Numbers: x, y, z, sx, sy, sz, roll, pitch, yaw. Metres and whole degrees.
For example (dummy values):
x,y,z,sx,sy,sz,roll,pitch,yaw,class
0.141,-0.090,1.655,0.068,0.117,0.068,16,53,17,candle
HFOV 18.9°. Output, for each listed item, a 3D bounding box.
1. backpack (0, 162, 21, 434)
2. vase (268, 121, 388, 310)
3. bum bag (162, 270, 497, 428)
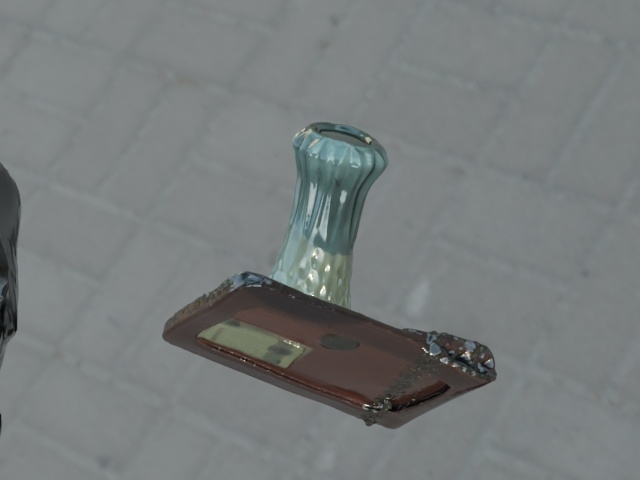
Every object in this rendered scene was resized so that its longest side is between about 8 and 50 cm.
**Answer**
x,y,z,sx,sy,sz,roll,pitch,yaw,class
-0.321,-0.034,0.701,0.363,0.255,0.446,-20,60,-19,backpack
0.000,0.000,1.248,0.081,0.081,0.149,27,112,41,vase
0.004,0.057,1.028,0.109,0.159,0.026,-32,41,54,bum bag
